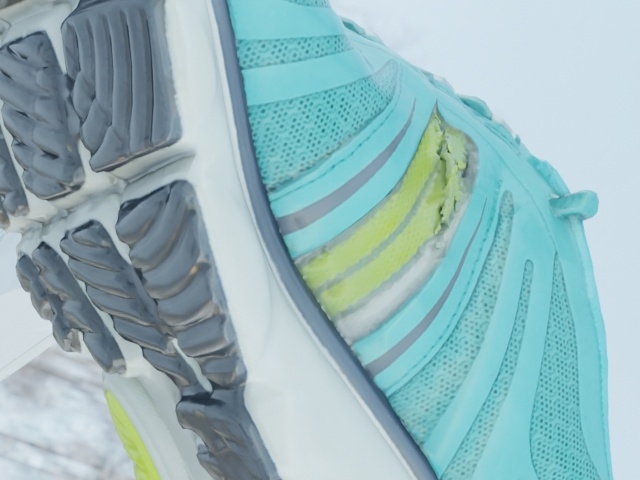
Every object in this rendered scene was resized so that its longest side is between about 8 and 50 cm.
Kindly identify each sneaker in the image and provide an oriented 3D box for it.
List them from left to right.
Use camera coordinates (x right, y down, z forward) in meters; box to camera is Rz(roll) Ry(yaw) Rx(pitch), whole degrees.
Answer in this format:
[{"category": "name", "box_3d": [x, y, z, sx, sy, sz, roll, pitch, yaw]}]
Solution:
[{"category": "sneaker", "box_3d": [0.000, 0.000, 0.387, 0.110, 0.275, 0.107, -33, -159, -28]}]

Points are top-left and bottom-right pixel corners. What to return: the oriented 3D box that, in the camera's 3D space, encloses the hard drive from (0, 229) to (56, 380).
[{"category": "hard drive", "box_3d": [-0.157, -0.030, 0.984, 0.203, 0.040, 0.308, -33, -154, 37]}]
